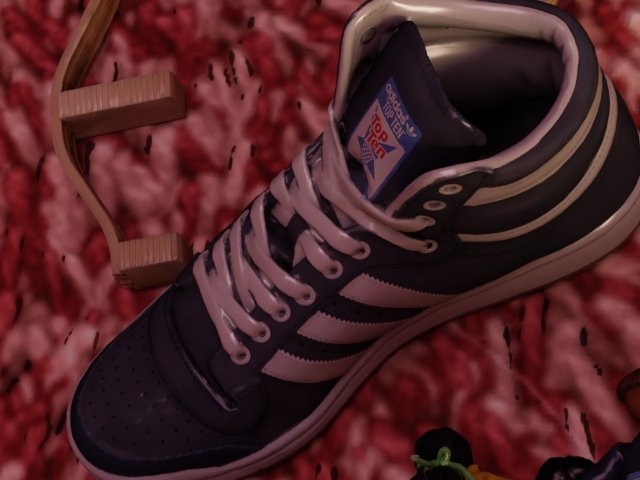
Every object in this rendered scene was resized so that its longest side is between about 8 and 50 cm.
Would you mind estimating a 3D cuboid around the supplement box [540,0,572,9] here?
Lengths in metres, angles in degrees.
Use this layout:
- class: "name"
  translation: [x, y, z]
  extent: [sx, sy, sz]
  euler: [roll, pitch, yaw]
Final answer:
- class: "supplement box"
  translation: [0.094, -0.128, 0.781]
  extent: [0.083, 0.055, 0.043]
  euler: [-46, 66, -5]

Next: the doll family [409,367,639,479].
- class: "doll family"
  translation: [0.085, 0.116, 0.678]
  extent: [0.193, 0.076, 0.111]
  euler: [-9, 62, 6]

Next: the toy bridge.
- class: "toy bridge"
  translation: [-0.097, -0.066, 0.823]
  extent: [0.063, 0.026, 0.188]
  euler: [-11, 66, 12]

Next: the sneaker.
- class: "sneaker"
  translation: [0.000, 0.000, 0.699]
  extent: [0.282, 0.153, 0.099]
  euler: [-30, 64, 2]
